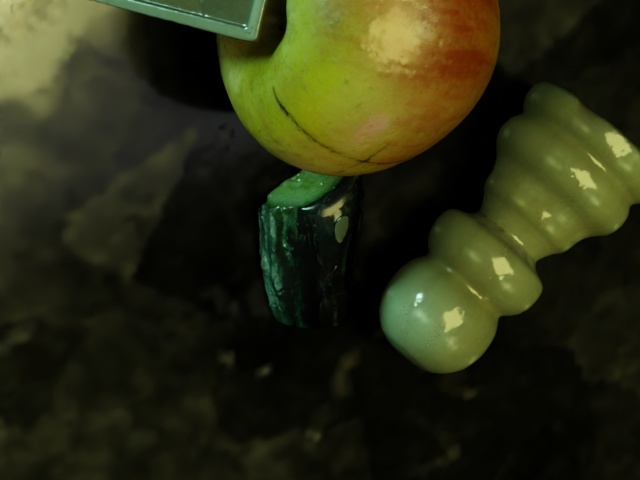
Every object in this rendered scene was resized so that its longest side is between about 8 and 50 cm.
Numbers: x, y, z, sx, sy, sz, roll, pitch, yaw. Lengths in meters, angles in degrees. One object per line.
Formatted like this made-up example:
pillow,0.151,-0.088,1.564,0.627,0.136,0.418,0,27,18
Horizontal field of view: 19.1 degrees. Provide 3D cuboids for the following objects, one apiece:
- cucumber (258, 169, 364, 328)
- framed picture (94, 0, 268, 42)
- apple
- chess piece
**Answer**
cucumber,0.000,0.000,2.001,0.115,0.086,0.193,-11,118,-29
framed picture,-0.131,-0.364,1.741,0.240,0.020,0.324,15,101,11
apple,0.039,-0.200,1.831,0.233,0.286,0.286,3,105,-38
chess piece,0.199,0.002,2.067,0.330,0.182,0.182,-49,123,-1
